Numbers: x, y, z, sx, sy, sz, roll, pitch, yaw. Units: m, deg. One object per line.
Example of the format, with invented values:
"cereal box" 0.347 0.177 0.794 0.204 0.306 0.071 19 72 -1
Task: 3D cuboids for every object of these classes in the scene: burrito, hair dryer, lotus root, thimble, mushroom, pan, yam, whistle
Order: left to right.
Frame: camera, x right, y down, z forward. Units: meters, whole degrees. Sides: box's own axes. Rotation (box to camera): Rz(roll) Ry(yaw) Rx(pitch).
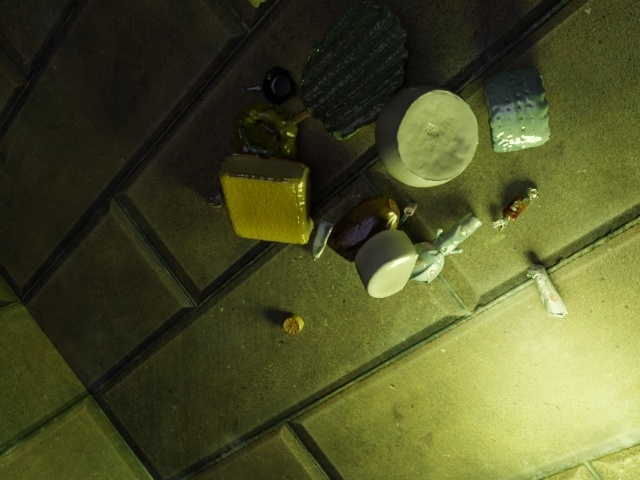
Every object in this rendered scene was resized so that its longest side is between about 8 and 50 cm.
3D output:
"mushroom" -0.445 -0.173 1.798 0.085 0.079 0.085 4 102 21
"pan" -0.184 -0.587 1.610 0.202 0.048 0.128 24 109 12
"yam" -0.064 -0.455 1.564 0.032 0.145 0.032 45 157 25
"lotus root" 0.165 -0.037 1.555 0.291 0.193 0.193 -43 86 21
"hair dryer" 0.305 -0.086 1.556 0.037 0.063 0.114 34 128 8
"whistle" 0.409 0.033 1.517 0.346 0.134 0.142 -43 83 15
"thimble" 0.585 -0.394 1.287 0.172 0.205 0.249 -8 83 22
"burrito" 0.756 0.169 1.448 0.064 0.064 0.203 -28 95 24

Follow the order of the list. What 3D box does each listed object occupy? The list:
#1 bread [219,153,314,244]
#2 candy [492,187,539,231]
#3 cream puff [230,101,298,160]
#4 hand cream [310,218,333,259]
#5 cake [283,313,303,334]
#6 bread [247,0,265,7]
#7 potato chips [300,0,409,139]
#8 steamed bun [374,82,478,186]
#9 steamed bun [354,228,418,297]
"bread" -0.194 -0.146 1.605 0.324 0.143 0.332 8 136 9
"candy" 0.641 -0.101 1.428 0.053 0.046 0.182 41 112 5
"cream puff" -0.215 -0.380 1.604 0.282 0.185 0.281 6 107 22
"hand cream" 0.000 0.000 1.707 0.057 0.037 0.165 23 103 14
"cake" -0.116 0.355 1.830 0.084 0.044 0.083 5 106 18
"bread" -0.238 -0.887 1.542 0.077 0.070 0.083 -19 94 23
"potato chips" 0.108 -0.553 1.433 0.429 0.070 0.358 -36 81 29
"steamed bun" 0.325 -0.330 1.372 0.325 0.206 0.323 -3 106 -13
"steamed bun" 0.211 0.083 1.476 0.241 0.164 0.146 101 152 -50
